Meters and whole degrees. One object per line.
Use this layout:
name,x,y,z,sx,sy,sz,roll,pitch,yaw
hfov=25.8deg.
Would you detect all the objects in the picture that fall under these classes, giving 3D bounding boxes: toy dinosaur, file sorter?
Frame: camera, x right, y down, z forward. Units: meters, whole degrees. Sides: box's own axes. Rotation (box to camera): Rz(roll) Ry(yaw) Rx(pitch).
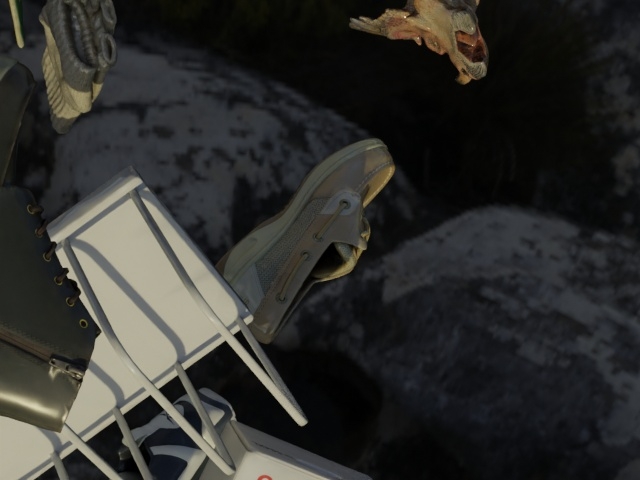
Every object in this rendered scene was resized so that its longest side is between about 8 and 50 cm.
toy dinosaur,0.082,-0.261,1.094,0.127,0.200,0.295,-4,39,24
file sorter,-0.182,0.125,1.059,0.278,0.193,0.173,-36,42,0

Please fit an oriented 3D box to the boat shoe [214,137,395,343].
boat shoe,0.000,0.000,1.467,0.098,0.109,0.302,35,48,14

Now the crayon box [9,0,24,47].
crayon box,-0.131,-0.282,0.705,0.083,0.203,0.323,-6,52,-6

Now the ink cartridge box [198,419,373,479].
ink cartridge box,-0.048,0.274,1.166,0.148,0.086,0.203,25,93,-19

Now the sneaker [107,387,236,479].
sneaker,-0.164,0.285,1.480,0.153,0.235,0.094,-17,32,-38

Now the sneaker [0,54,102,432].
sneaker,-0.181,0.003,0.853,0.118,0.083,0.222,16,77,-10

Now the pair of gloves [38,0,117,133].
pair of gloves,-0.212,-0.213,1.090,0.042,0.204,0.240,-10,87,-23
